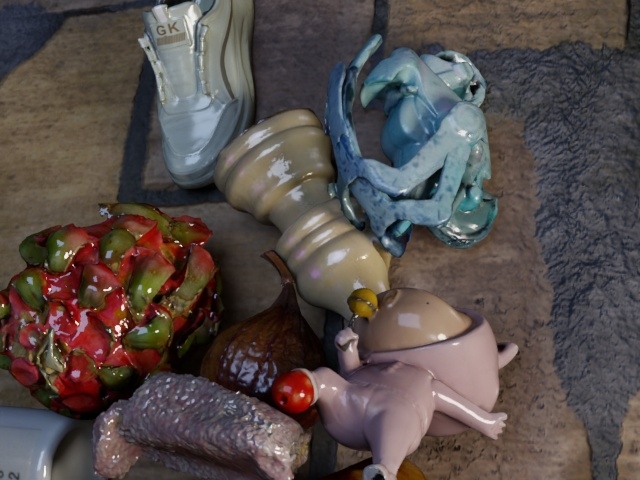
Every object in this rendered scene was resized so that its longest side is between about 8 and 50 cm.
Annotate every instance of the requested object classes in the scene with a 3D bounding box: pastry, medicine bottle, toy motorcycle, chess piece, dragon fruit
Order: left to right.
[{"bbox_3d":[-0.388,0.265,2.019,0.252,0.144,0.144,4,69,28],"label":"medicine bottle"},{"bbox_3d":[-0.239,0.074,1.963,0.302,0.237,0.231,-30,78,-35],"label":"dragon fruit"},{"bbox_3d":[-0.124,0.204,1.808,0.265,0.103,0.112,1,46,30],"label":"pastry"},{"bbox_3d":[0.000,0.000,1.966,0.138,0.124,0.307,-20,58,-18],"label":"chess piece"},{"bbox_3d":[0.105,-0.115,1.920,0.154,0.206,0.260,136,138,-54],"label":"toy motorcycle"}]

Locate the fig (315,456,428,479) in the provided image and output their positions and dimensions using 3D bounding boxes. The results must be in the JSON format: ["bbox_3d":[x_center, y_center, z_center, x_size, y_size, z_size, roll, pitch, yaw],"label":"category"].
[{"bbox_3d":[0.059,0.356,1.725,0.190,0.190,0.290,-32,57,11],"label":"fig"}]

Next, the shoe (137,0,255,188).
[{"bbox_3d":[-0.166,-0.232,2.129,0.124,0.159,0.316,-10,60,22],"label":"shoe"}]

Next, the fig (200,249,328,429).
[{"bbox_3d":[-0.044,0.112,1.910,0.133,0.146,0.201,-1,61,40],"label":"fig"}]

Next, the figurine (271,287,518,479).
[{"bbox_3d":[0.087,0.139,1.752,0.176,0.287,0.186,3,111,40],"label":"figurine"}]
